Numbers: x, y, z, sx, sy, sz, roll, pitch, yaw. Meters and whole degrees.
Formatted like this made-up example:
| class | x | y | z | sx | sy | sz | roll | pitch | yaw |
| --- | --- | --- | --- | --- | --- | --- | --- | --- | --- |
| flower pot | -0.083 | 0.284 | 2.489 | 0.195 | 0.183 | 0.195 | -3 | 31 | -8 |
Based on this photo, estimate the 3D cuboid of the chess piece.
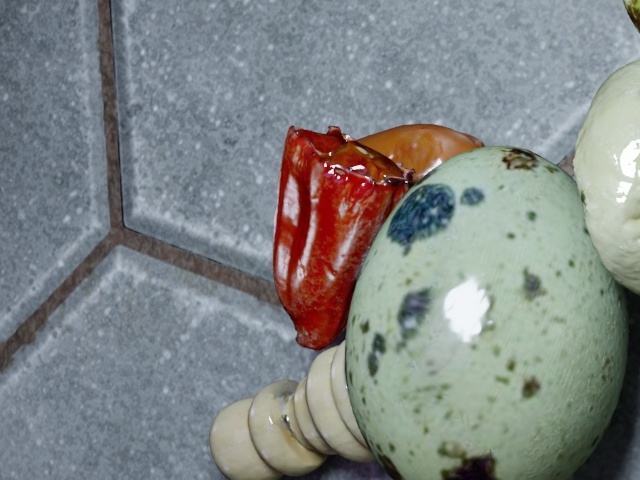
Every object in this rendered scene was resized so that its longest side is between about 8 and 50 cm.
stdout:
| class | x | y | z | sx | sy | sz | roll | pitch | yaw |
| --- | --- | --- | --- | --- | --- | --- | --- | --- | --- |
| chess piece | -0.018 | 0.203 | 1.983 | 0.261 | 0.143 | 0.143 | -23 | 67 | 37 |

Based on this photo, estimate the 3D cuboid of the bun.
| class | x | y | z | sx | sy | sz | roll | pitch | yaw |
| --- | --- | --- | --- | --- | --- | --- | --- | --- | --- |
| bun | 0.364 | -0.065 | 1.684 | 0.160 | 0.259 | 0.259 | -16 | 71 | 37 |

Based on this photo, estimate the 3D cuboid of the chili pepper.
| class | x | y | z | sx | sy | sz | roll | pitch | yaw |
| --- | --- | --- | --- | --- | --- | --- | --- | --- | --- |
| chili pepper | 0.000 | 0.000 | 1.895 | 0.144 | 0.136 | 0.253 | 19 | 117 | 0 |

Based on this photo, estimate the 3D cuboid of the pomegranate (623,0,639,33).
| class | x | y | z | sx | sy | sz | roll | pitch | yaw |
| --- | --- | --- | --- | --- | --- | --- | --- | --- | --- |
| pomegranate | 0.376 | -0.293 | 1.761 | 0.276 | 0.204 | 0.222 | 30 | 109 | 39 |

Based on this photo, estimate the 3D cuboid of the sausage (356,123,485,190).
| class | x | y | z | sx | sy | sz | roll | pitch | yaw |
| --- | --- | --- | --- | --- | --- | --- | --- | --- | --- |
| sausage | 0.072 | -0.059 | 1.974 | 0.258 | 0.133 | 0.133 | -18 | 69 | 33 |

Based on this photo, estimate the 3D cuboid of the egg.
| class | x | y | z | sx | sy | sz | roll | pitch | yaw |
| --- | --- | --- | --- | --- | --- | --- | --- | --- | --- |
| egg | 0.168 | 0.088 | 1.768 | 0.287 | 0.287 | 0.379 | -5 | 79 | 35 |
